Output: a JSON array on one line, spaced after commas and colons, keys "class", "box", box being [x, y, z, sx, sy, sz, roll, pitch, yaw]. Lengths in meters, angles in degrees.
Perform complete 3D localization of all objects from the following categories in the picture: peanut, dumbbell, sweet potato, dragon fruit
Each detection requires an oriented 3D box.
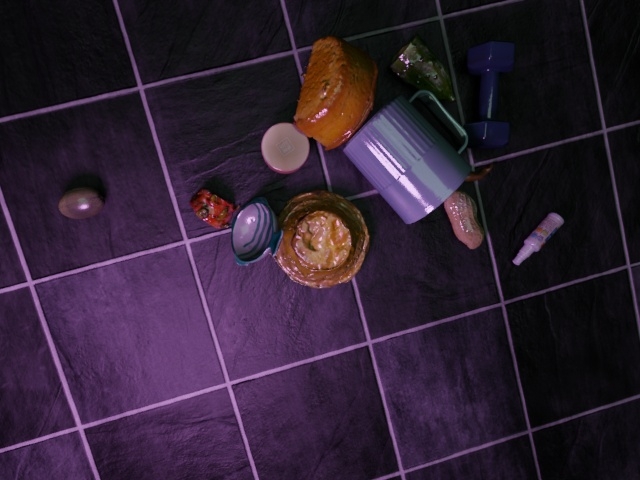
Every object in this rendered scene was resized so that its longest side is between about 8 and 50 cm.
[{"class": "peanut", "box": [0.485, -0.072, 1.361, 0.098, 0.090, 0.215, -27, 99, -33]}, {"class": "dumbbell", "box": [0.543, -0.462, 1.306, 0.159, 0.144, 0.325, 2, 94, -8]}, {"class": "sweet potato", "box": [0.522, -0.223, 1.377, 0.153, 0.038, 0.041, -17, 119, -6]}, {"class": "dragon fruit", "box": [-0.340, -0.105, 1.270, 0.147, 0.096, 0.102, 32, 88, -9]}]

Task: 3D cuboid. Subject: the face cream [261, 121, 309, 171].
[{"class": "face cream", "box": [-0.111, -0.287, 1.273, 0.149, 0.104, 0.149, -1, 95, -6]}]

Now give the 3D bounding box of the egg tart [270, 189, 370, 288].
[{"class": "egg tart", "box": [0.004, 0.002, 1.300, 0.340, 0.129, 0.342, -1, 97, -6]}]

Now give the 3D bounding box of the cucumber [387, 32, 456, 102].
[{"class": "cucumber", "box": [0.342, -0.531, 1.293, 0.244, 0.134, 0.134, 41, 90, -11]}]

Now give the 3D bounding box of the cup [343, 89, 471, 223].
[{"class": "cup", "box": [0.279, -0.273, 1.230, 0.331, 0.257, 0.311, -43, 96, 14]}]

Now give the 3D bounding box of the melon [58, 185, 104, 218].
[{"class": "melon", "box": [-0.726, -0.115, 1.230, 0.130, 0.098, 0.098, -15, 96, -5]}]

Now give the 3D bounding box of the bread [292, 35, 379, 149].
[{"class": "bread", "box": [0.062, -0.455, 1.199, 0.194, 0.178, 0.341, 20, 80, -38]}]

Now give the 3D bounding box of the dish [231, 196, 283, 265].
[{"class": "dish", "box": [-0.181, -0.016, 1.263, 0.078, 0.246, 0.224, 18, 93, -48]}]

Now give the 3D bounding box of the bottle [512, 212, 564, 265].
[{"class": "bottle", "box": [0.751, -0.002, 1.407, 0.060, 0.060, 0.217, 44, 89, -7]}]
